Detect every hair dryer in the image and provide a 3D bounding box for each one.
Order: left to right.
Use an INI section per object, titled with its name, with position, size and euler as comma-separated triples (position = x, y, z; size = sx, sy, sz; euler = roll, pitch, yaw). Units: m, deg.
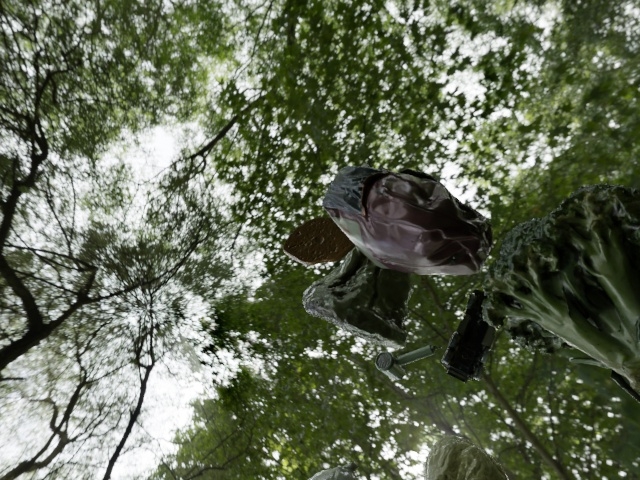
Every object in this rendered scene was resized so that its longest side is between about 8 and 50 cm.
[hair dryer]
position = 0.169, 0.218, 0.774
size = 0.063, 0.124, 0.038
euler = 45, -155, -41

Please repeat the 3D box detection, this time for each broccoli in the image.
[broccoli]
position = 0.411, 0.085, 0.605
size = 0.304, 0.321, 0.284
euler = 48, -157, -30

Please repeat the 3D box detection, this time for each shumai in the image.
[shumai]
position = 0.146, 0.139, 1.310
size = 0.323, 0.397, 0.324
euler = 29, -97, -14

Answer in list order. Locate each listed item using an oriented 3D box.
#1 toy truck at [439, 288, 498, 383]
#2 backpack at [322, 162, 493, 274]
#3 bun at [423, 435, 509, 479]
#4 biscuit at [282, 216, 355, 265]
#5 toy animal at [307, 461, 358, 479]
[toy truck]
position = 0.468, 0.298, 1.291
size = 0.124, 0.157, 0.273
euler = 24, -99, 15
[backpack]
position = 0.192, -0.039, 0.855
size = 0.283, 0.317, 0.197
euler = 34, -103, -38
[bun]
position = 0.334, 0.581, 0.977
size = 0.134, 0.220, 0.221
euler = -5, -97, -45
[biscuit]
position = 0.000, 0.000, 1.173
size = 0.220, 0.029, 0.142
euler = -12, -118, 7
[toy animal]
position = 0.065, 0.615, 0.850
size = 0.138, 0.141, 0.283
euler = -10, -136, -18
